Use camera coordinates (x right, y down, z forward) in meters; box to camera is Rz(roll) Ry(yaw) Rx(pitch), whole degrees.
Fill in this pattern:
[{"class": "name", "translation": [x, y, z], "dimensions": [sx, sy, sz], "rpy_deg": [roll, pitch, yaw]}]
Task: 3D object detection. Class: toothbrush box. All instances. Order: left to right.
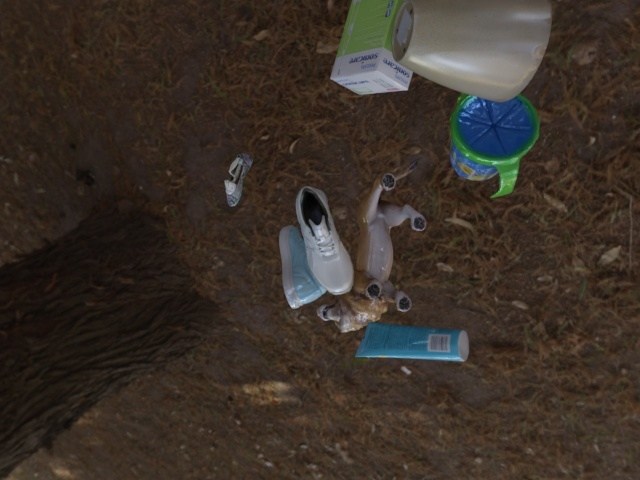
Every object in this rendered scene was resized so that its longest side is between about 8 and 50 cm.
[{"class": "toothbrush box", "translation": [0.162, -0.547, 1.096], "dimensions": [0.206, 0.122, 0.284], "rpy_deg": [22, 96, 55]}]

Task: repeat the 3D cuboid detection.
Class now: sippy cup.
[{"class": "sippy cup", "translation": [0.487, -0.291, 1.242], "dimensions": [0.239, 0.306, 0.224], "rpy_deg": [21, 168, 12]}]

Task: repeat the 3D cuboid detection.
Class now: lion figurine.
[{"class": "lion figurine", "translation": [0.117, 0.023, 0.931], "dimensions": [0.142, 0.240, 0.393], "rpy_deg": [18, 87, -13]}]

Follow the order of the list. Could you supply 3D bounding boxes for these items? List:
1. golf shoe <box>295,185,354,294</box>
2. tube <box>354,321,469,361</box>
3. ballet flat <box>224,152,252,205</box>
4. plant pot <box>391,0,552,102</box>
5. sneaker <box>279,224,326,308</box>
[{"class": "golf shoe", "translation": [0.000, 0.000, 0.636], "dimensions": [0.069, 0.086, 0.176], "rpy_deg": [-22, 82, 2]}, {"class": "tube", "translation": [0.162, 0.186, 0.768], "dimensions": [0.206, 0.080, 0.052], "rpy_deg": [-6, 128, 38]}, {"class": "ballet flat", "translation": [-0.178, -0.128, 0.869], "dimensions": [0.041, 0.041, 0.115], "rpy_deg": [24, 96, 18]}, {"class": "plant pot", "translation": [0.311, -0.459, 0.946], "dimensions": [0.273, 0.257, 0.257], "rpy_deg": [1, 125, -12]}, {"class": "sneaker", "translation": [-0.046, 0.068, 1.387], "dimensions": [0.149, 0.366, 0.135], "rpy_deg": [-18, 132, 5]}]
